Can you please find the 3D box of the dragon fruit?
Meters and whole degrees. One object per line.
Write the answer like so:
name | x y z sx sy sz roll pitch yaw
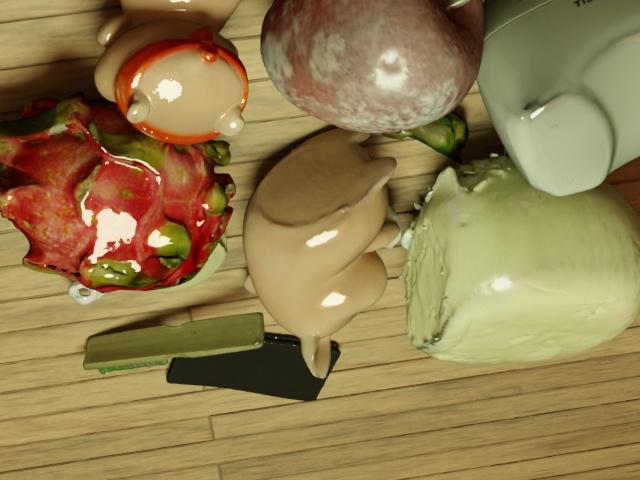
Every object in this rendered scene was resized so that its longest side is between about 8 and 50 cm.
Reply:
dragon fruit | -0.252 -0.059 1.365 0.303 0.237 0.231 8 106 -3

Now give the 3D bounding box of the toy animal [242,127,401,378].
toy animal | 0.002 0.002 1.509 0.213 0.195 0.256 -28 135 -14

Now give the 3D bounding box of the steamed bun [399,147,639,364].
steamed bun | 0.268 0.020 1.530 0.312 0.233 0.334 2 157 -19

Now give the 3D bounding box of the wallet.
wallet | -0.101 0.187 1.750 0.244 0.025 0.124 9 130 -21

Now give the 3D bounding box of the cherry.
cherry | 0.073 -0.229 1.258 0.285 0.236 0.213 -20 115 26

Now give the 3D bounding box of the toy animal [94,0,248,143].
toy animal | -0.154 -0.204 1.267 0.171 0.197 0.171 1 168 0

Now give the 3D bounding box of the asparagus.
asparagus | 0.088 -0.164 1.435 0.287 0.080 0.080 18 126 -28

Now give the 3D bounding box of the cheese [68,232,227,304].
cheese | -0.236 0.027 1.554 0.227 0.064 0.137 -25 130 14

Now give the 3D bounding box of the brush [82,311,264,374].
brush | -0.204 0.148 1.627 0.282 0.054 0.048 -10 150 22

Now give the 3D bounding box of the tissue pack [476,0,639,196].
tissue pack | 0.344 -0.223 1.336 0.333 0.236 0.229 -21 141 9
